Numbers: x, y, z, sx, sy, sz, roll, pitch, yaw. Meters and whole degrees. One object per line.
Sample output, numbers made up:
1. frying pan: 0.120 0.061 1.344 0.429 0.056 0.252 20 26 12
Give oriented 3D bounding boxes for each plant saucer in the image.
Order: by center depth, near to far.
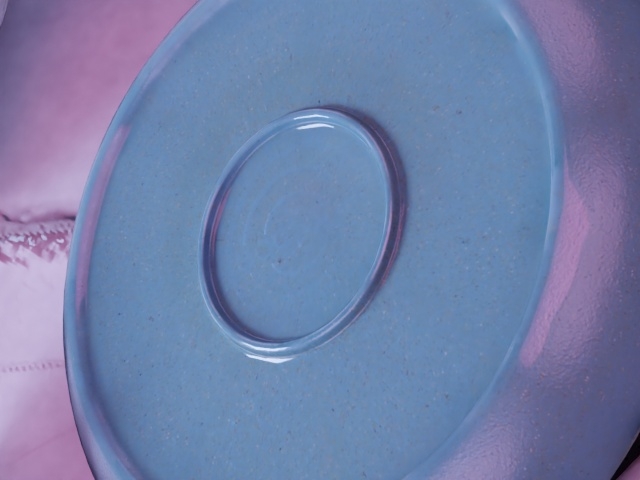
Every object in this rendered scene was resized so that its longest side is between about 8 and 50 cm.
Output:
1. plant saucer: 0.000 0.000 0.684 0.317 0.044 0.317 -14 66 35

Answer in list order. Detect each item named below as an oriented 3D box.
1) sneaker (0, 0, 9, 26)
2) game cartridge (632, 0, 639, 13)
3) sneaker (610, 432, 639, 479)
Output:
1. sneaker: -0.192 -0.102 0.832 0.090 0.095 0.235 25 98 -1
2. game cartridge: 0.190 -0.087 0.610 0.324 0.053 0.285 42 104 38
3. sneaker: 0.156 0.156 0.601 0.153 0.094 0.235 -31 53 15
